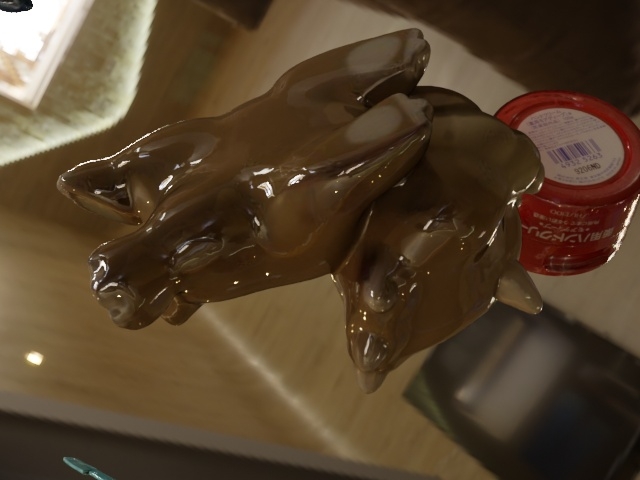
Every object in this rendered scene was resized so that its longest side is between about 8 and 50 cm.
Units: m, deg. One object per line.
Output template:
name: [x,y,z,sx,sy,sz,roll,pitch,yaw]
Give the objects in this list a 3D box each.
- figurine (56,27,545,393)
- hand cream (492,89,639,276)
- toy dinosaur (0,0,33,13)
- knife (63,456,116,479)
figurine: [0.005,0.001,0.670,0.173,0.247,0.177,63,176,-36]
hand cream: [0.268,-0.067,1.315,0.193,0.193,0.125,30,145,21]
toy dinosaur: [-0.482,-0.308,1.360,0.075,0.247,0.188,-82,-32,-70]
knife: [-0.193,0.193,0.972,0.014,0.005,0.091,-2,-173,-37]
